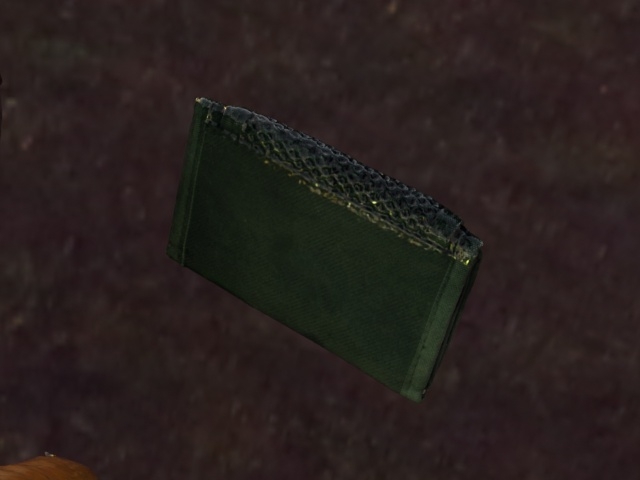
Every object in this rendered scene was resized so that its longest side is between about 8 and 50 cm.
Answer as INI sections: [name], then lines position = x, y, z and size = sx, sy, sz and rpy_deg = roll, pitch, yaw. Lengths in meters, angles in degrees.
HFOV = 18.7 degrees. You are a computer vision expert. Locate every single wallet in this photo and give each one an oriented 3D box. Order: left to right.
[wallet]
position = 0.000, 0.000, 0.769
size = 0.129, 0.088, 0.026
rpy_deg = 29, 42, 17

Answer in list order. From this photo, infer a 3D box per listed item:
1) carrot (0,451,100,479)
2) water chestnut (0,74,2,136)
[carrot]
position = -0.158, 0.145, 0.950
size = 0.072, 0.205, 0.072
rpy_deg = 0, 87, 8
[water chestnut]
position = -0.230, -0.041, 0.700
size = 0.223, 0.238, 0.224
rpy_deg = 15, 43, -15
